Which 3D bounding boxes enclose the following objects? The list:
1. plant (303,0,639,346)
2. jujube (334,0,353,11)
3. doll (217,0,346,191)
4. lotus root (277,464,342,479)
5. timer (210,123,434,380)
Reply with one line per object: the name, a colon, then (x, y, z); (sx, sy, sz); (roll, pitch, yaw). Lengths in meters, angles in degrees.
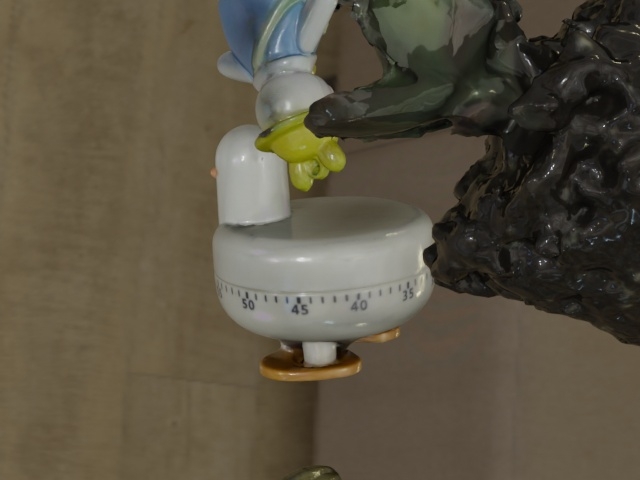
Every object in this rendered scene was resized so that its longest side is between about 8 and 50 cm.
plant: (0.098, -0.047, 0.633); (0.203, 0.131, 0.142); (22, 49, -5)
jujube: (0.112, -0.346, 1.543); (0.226, 0.317, 0.226); (27, 49, -36)
doll: (-0.034, -0.165, 1.462); (0.099, 0.135, 0.241); (43, 30, -73)
lotus root: (-0.040, 0.323, 1.819); (0.179, 0.089, 0.080); (-34, 144, -34)
timer: (0.000, 0.000, 1.626); (0.233, 0.233, 0.240); (-14, 107, -35)
